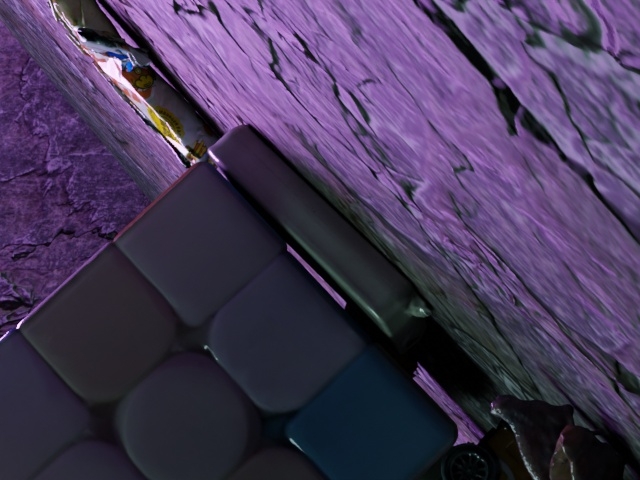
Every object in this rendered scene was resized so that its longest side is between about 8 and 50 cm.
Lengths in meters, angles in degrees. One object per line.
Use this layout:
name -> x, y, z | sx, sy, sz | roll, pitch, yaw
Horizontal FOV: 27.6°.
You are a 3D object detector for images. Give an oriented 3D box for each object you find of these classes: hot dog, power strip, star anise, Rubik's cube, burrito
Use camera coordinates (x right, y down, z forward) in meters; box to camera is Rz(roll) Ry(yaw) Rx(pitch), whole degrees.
hot dog -> 0.063, 0.107, 1.407 | 0.122, 0.037, 0.049 | 52, 175, -18
power strip -> 0.000, 0.000, 1.189 | 0.270, 0.046, 0.118 | 44, 171, 24
star anise -> 0.217, 0.196, 0.910 | 0.172, 0.063, 0.208 | 29, 156, 57
Rubik's cube -> -0.114, 0.178, 1.278 | 0.346, 0.347, 0.344 | 49, 174, 4
burrito -> -0.205, -0.184, 1.377 | 0.288, 0.054, 0.104 | 48, 172, 1

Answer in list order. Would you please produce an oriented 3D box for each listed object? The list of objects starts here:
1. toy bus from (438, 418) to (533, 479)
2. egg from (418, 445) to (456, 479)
toy bus -> 0.123, 0.316, 1.212 | 0.167, 0.275, 0.138 | 45, 172, 14
egg -> 0.166, 0.325, 1.421 | 0.231, 0.168, 0.168 | 47, 172, 7
